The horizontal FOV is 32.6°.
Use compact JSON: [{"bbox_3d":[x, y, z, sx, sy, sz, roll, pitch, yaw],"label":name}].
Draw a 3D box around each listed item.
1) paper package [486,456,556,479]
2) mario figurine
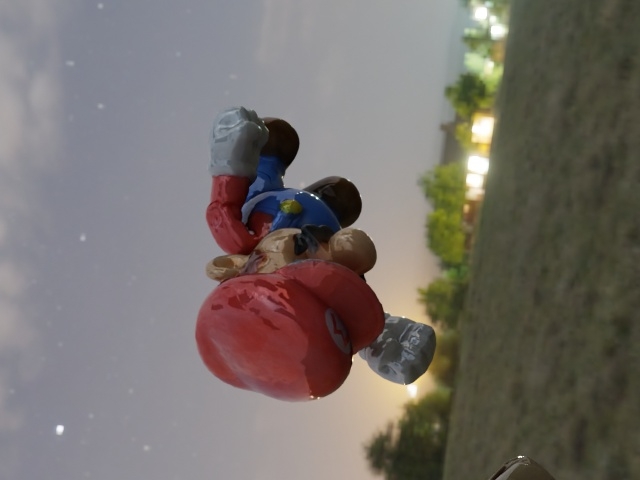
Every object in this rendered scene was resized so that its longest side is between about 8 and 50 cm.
[{"bbox_3d":[0.110,0.338,0.576,0.309,0.325,0.168,-54,-18,26],"label":"paper package"},{"bbox_3d":[0.000,0.000,0.872,0.320,0.198,0.170,-95,14,-61],"label":"mario figurine"}]
